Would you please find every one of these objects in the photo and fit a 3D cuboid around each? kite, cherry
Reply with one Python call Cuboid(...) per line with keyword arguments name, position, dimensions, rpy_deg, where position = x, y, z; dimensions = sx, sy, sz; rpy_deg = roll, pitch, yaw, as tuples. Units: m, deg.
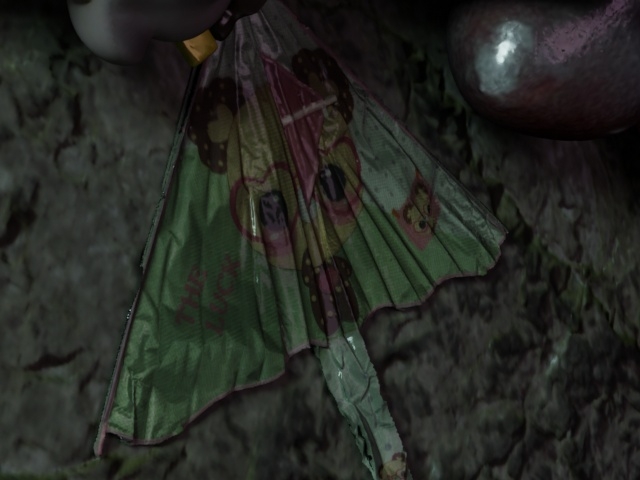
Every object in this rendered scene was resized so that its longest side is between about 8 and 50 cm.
Cuboid(name="kite", position=(0.000, 0.000, 0.721), dimensions=(0.323, 0.013, 0.268), rpy_deg=(-21, 97, -50))
Cuboid(name="cherry", position=(0.138, -0.084, 0.832), dimensions=(0.188, 0.115, 0.148), rpy_deg=(69, 27, -18))

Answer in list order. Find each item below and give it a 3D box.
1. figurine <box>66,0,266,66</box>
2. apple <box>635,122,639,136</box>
Cuboid(name="figurine", position=(-0.087, -0.137, 0.581), dimensions=(0.229, 0.112, 0.137), rpy_deg=(3, 83, -40))
Cuboid(name="apple", position=(0.279, -0.117, 0.971), dimensions=(0.209, 0.164, 0.209), rpy_deg=(7, 82, -60))
